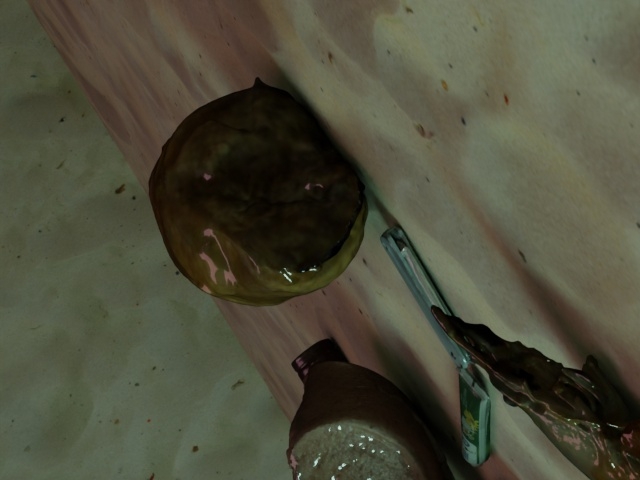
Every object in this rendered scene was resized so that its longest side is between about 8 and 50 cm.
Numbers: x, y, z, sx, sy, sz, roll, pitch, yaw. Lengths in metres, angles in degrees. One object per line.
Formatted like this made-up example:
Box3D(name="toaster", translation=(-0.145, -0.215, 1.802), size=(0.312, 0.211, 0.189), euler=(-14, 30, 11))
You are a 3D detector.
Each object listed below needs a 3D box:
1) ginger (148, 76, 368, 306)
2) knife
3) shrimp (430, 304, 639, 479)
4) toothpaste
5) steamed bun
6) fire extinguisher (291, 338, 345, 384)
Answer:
Box3D(name="ginger", translation=(-0.070, -0.025, 1.384), size=(0.269, 0.200, 0.223), euler=(54, 166, 24))
Box3D(name="knife", translation=(0.110, 0.058, 1.284), size=(0.162, 0.023, 0.044), euler=(59, 164, 1))
Box3D(name="shrimp", translation=(0.200, 0.118, 0.968), size=(0.262, 0.066, 0.117), euler=(43, 151, 7))
Box3D(name="toothpaste", translation=(0.169, 0.201, 1.387), size=(0.049, 0.031, 0.204), euler=(49, 164, 32))
Box3D(name="steamed bun", translation=(0.079, 0.314, 1.642), size=(0.251, 0.199, 0.301), euler=(-62, -38, -71))
Box3D(name="fire extinguisher", translation=(0.039, 0.280, 1.952), size=(0.252, 0.106, 0.075), euler=(56, 149, 13))
